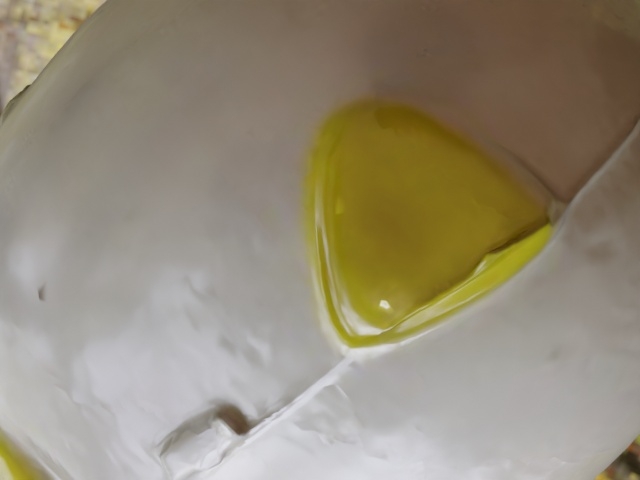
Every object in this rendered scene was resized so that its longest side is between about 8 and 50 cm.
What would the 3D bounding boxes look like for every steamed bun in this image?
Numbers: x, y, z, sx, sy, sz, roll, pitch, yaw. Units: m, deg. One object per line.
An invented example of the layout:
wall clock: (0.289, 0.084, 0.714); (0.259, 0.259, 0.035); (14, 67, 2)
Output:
steamed bun: (0.004, 0.005, 0.749); (0.334, 0.374, 0.334); (32, -144, -27)
